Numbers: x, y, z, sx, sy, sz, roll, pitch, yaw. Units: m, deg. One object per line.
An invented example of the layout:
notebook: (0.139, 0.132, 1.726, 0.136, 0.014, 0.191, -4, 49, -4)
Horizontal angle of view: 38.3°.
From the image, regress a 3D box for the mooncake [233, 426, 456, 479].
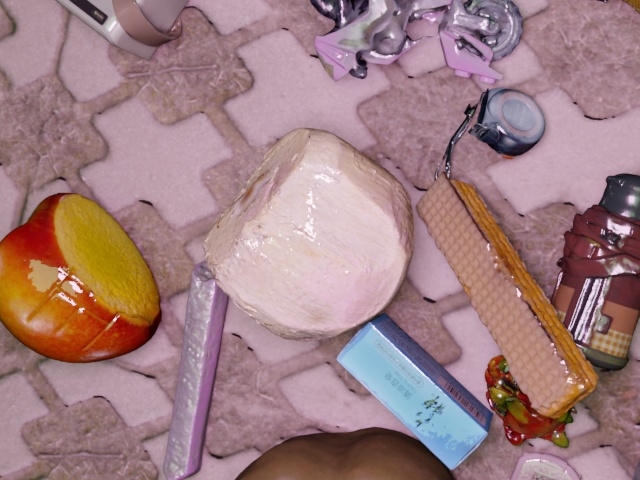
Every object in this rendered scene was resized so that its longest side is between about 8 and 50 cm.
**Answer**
mooncake: (0.034, 0.511, 1.341, 0.467, 0.262, 0.467, 0, 91, 11)

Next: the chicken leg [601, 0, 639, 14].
chicken leg: (0.468, -0.368, 1.314, 0.227, 0.088, 0.103, 21, 106, 18)

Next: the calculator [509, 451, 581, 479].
calculator: (0.321, 0.403, 1.384, 0.100, 0.032, 0.175, 21, 96, 12)

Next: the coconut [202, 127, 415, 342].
coconut: (0.000, 0.000, 1.329, 0.254, 0.297, 0.297, 40, 101, -19)

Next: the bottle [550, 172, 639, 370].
bottle: (0.415, 0.041, 1.300, 0.156, 0.143, 0.271, 17, 94, -13)

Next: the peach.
peach: (-0.384, 0.078, 1.457, 0.274, 0.248, 0.245, 44, 135, -4)

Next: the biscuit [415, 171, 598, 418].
biscuit: (0.256, 0.071, 1.307, 0.094, 0.054, 0.379, -53, 53, 37)

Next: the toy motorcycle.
toy motorcycle: (0.128, -0.306, 1.371, 0.327, 0.143, 0.188, 15, 104, -2)

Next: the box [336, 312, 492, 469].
box: (0.143, 0.217, 1.366, 0.232, 0.142, 0.083, 42, 100, 9)

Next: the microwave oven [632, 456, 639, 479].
microwave oven: (0.619, 0.329, 1.216, 0.355, 0.218, 0.286, 17, 94, 13)

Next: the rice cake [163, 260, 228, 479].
rice cake: (-0.199, 0.214, 1.489, 0.056, 0.072, 0.365, 10, 91, 15)

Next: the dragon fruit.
dragon fruit: (0.294, 0.230, 1.357, 0.142, 0.175, 0.138, 26, 87, 42)

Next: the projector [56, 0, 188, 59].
projector: (-0.315, -0.415, 1.457, 0.242, 0.163, 0.177, 39, 100, 14)

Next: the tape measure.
tape measure: (0.252, -0.142, 1.390, 0.107, 0.104, 0.180, 25, 132, -10)
